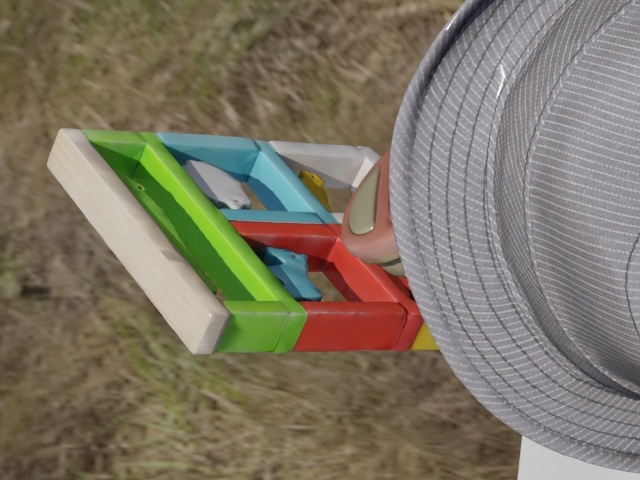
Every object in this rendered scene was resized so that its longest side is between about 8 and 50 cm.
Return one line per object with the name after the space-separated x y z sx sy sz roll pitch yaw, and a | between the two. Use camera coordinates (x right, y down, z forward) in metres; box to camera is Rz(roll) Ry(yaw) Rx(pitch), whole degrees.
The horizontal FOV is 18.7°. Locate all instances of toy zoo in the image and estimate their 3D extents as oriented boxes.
0.000 0.000 1.197 0.192 0.293 0.030 49 124 40 | toy zoo

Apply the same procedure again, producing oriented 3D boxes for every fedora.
0.174 -0.019 0.713 0.275 0.124 0.243 -20 106 -7 | fedora

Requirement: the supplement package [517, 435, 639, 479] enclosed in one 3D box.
0.253 0.239 1.281 0.199 0.262 0.198 -1 65 22 | supplement package

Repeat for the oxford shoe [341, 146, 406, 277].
0.200 -0.052 1.040 0.397 0.140 0.146 -23 121 23 | oxford shoe
